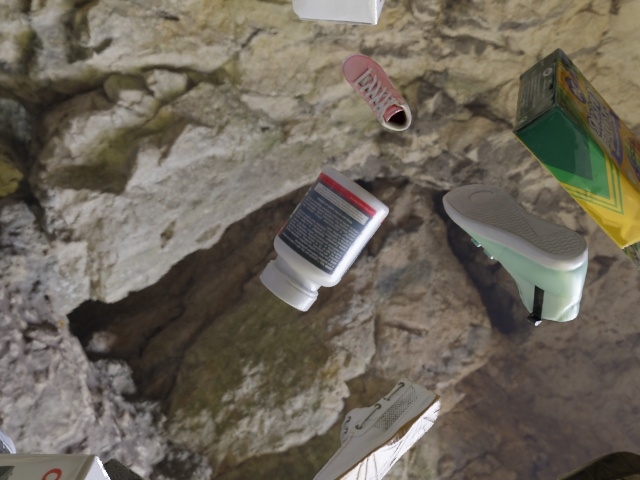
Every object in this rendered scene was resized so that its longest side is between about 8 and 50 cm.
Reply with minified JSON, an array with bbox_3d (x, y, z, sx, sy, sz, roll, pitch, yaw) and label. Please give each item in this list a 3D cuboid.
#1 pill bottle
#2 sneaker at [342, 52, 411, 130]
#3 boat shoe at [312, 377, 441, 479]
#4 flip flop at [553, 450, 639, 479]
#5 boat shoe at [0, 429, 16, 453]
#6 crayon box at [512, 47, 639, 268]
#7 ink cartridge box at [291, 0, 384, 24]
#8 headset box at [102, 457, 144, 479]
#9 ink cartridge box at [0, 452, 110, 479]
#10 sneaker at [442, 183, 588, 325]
[{"bbox_3d":[0.000,0.000,0.821,0.108,0.180,0.108,35,4,-3],"label":"pill bottle"},{"bbox_3d":[0.086,-0.212,0.875,0.134,0.051,0.070,44,16,-24],"label":"sneaker"},{"bbox_3d":[0.074,0.309,0.943,0.096,0.277,0.098,31,-49,34],"label":"boat shoe"},{"bbox_3d":[0.399,0.398,0.902,0.080,0.276,0.112,100,-28,-59],"label":"flip flop"},{"bbox_3d":[-0.339,0.215,0.586,0.076,0.080,0.229,58,-37,34],"label":"boat shoe"},{"bbox_3d":[0.451,-0.135,0.976,0.323,0.203,0.083,42,-49,-16],"label":"crayon box"},{"bbox_3d":[0.023,-0.218,0.375,0.056,0.135,0.099,11,-27,13],"label":"ink cartridge box"},{"bbox_3d":[-0.307,0.478,0.810,0.131,0.246,0.283,-5,-67,53],"label":"headset box"},{"bbox_3d":[-0.263,0.229,0.396,0.159,0.217,0.092,-78,165,-58],"label":"ink cartridge box"},{"bbox_3d":[0.271,0.021,0.882,0.256,0.094,0.151,44,-24,51],"label":"sneaker"}]
